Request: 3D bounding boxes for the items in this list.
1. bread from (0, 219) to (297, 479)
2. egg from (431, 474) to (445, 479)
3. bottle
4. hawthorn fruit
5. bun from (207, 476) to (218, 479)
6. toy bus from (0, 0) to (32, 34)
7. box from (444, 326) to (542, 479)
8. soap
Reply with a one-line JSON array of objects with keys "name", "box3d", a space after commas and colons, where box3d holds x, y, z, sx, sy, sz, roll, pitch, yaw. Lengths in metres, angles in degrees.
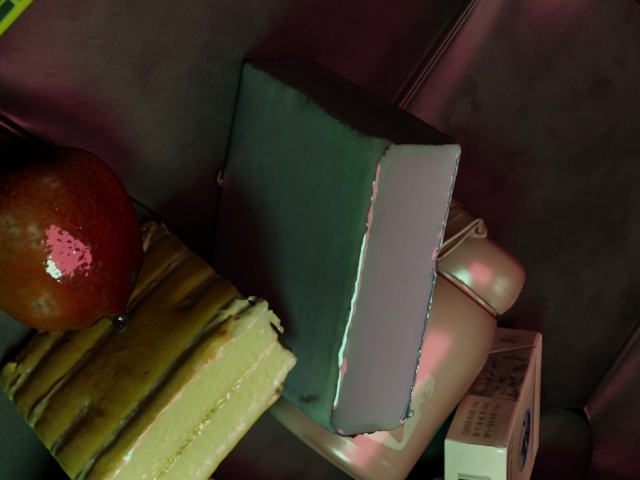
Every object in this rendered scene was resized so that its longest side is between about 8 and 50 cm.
[{"name": "bread", "box3d": [-0.166, 0.120, 1.647, 0.246, 0.239, 0.111, -47, 132, -3]}, {"name": "egg", "box3d": [0.199, 0.500, 1.982, 0.354, 0.354, 0.340, -5, 128, -30]}, {"name": "bottle", "box3d": [0.086, 0.102, 1.821, 0.297, 0.173, 0.206, -52, 151, -1]}, {"name": "hawthorn fruit", "box3d": [-0.240, 0.009, 1.584, 0.169, 0.169, 0.188, -29, 95, -18]}, {"name": "bun", "box3d": [-0.144, 0.400, 1.724, 0.364, 0.364, 0.202, 24, 121, -37]}, {"name": "toy bus", "box3d": [-0.347, -0.201, 1.455, 0.262, 0.128, 0.150, -49, 127, -5]}, {"name": "box", "box3d": [0.193, 0.227, 1.918, 0.069, 0.256, 0.164, 5, 116, 14]}, {"name": "soap", "box3d": [0.000, 0.000, 1.663, 0.107, 0.285, 0.296, -1, 113, -30]}]
